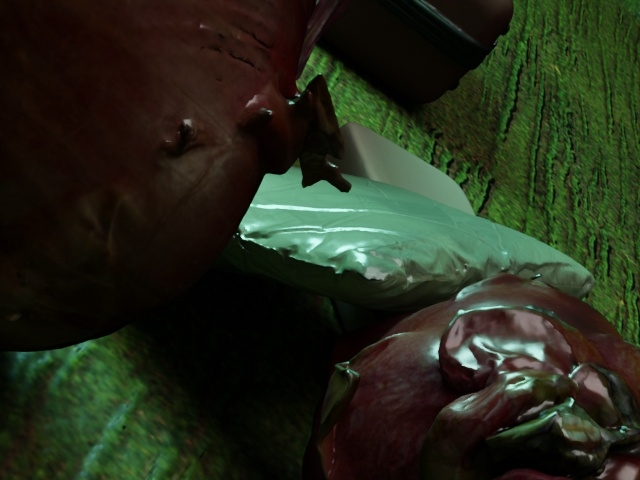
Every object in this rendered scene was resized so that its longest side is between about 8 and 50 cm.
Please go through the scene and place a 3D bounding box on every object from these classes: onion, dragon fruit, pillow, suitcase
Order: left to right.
[{"bbox_3d":[-0.150,-0.114,0.835,0.353,0.353,0.354,36,23,-18],"label":"onion"},{"bbox_3d":[0.000,0.000,1.081,0.280,0.076,0.274,17,9,35],"label":"pillow"},{"bbox_3d":[0.073,-0.297,1.747,0.236,0.161,0.297,35,24,-19],"label":"suitcase"},{"bbox_3d":[0.097,0.140,0.915,0.250,0.250,0.315,43,12,0],"label":"dragon fruit"}]

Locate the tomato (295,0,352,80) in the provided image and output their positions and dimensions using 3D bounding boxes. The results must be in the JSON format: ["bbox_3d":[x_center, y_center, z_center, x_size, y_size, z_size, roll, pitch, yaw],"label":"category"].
[{"bbox_3d":[-0.051,-0.238,1.291,0.176,0.290,0.335,35,20,2],"label":"tomato"}]

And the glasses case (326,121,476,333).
[{"bbox_3d":[0.083,0.052,1.255,0.144,0.076,0.336,29,26,-33],"label":"glasses case"}]
